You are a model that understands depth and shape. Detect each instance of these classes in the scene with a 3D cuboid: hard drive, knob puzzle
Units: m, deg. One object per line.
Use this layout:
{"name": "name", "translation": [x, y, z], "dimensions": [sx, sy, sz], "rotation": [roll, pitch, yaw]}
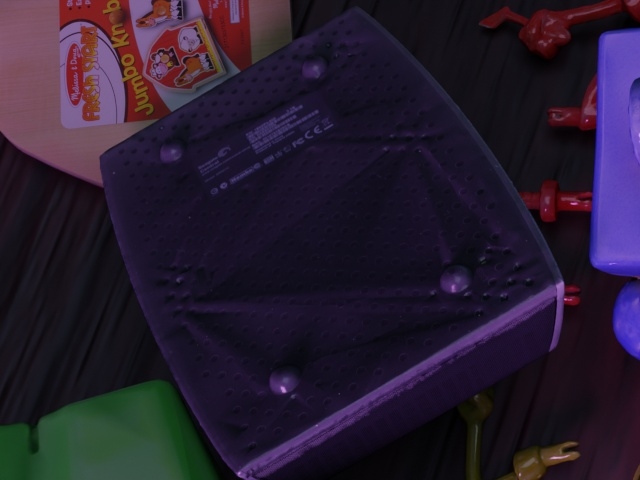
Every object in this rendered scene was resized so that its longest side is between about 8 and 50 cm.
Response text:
{"name": "hard drive", "translation": [0.000, 0.000, 0.808], "dimensions": [0.172, 0.054, 0.254], "rotation": [-31, 39, 0]}
{"name": "knob puzzle", "translation": [-0.110, -0.115, 0.959], "dimensions": [0.213, 0.030, 0.213], "rotation": [-2, 73, 6]}

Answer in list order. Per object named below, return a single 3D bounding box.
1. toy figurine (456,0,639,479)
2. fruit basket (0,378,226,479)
{"name": "toy figurine", "translation": [0.133, 0.004, 0.781], "dimensions": [0.191, 0.217, 0.362], "rotation": [3, 74, 16]}
{"name": "fruit basket", "translation": [-0.146, 0.291, 0.733], "dimensions": [0.392, 0.283, 0.392], "rotation": [-6, 55, 9]}
